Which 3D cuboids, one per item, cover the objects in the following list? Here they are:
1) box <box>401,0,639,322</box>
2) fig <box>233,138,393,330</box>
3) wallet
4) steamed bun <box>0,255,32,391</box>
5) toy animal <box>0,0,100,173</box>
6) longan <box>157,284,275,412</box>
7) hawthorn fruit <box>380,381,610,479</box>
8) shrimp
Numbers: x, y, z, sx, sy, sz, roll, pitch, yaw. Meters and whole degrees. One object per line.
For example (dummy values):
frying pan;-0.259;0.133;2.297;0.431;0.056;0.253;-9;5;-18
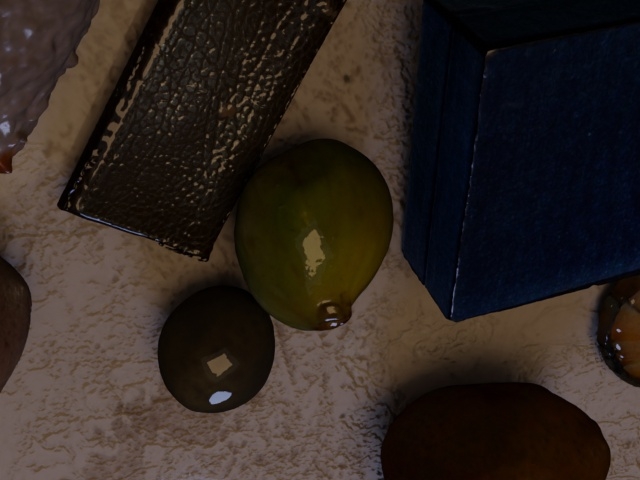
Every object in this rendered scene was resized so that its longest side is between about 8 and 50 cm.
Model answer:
box;0.221;-0.086;0.685;0.279;0.116;0.261;-12;130;-15
fig;-0.006;-0.006;0.659;0.136;0.121;0.153;4;99;-42
wallet;-0.091;-0.109;0.628;0.133;0.039;0.243;21;105;-34
steamed bun;-0.356;0.090;0.523;0.301;0.199;0.251;-35;121;-4
toy animal;-0.223;-0.207;0.445;0.226;0.188;0.358;-19;119;-6
longan;-0.082;0.090;0.692;0.119;0.106;0.106;-11;125;-61
hawthorn fruit;0.183;0.231;0.808;0.248;0.208;0.208;-21;120;-30
shrimp;0.440;0.063;0.894;0.290;0.054;0.222;-38;120;3
